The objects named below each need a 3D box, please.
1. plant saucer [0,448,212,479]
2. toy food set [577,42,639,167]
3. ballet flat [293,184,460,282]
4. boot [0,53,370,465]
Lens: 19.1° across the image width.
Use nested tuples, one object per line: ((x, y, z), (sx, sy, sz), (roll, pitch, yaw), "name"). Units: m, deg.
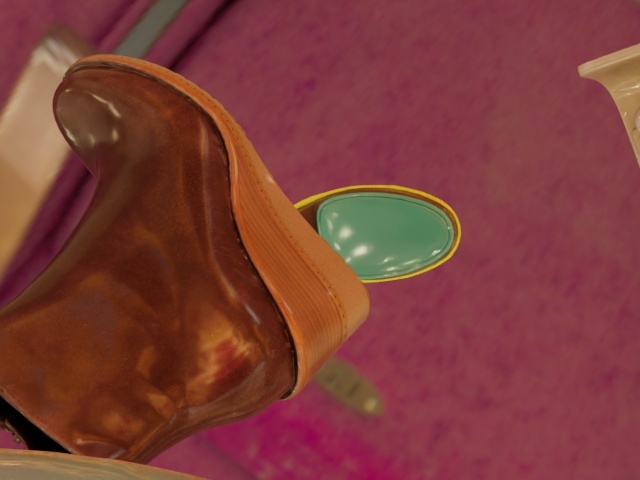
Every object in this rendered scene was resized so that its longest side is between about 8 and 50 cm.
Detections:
((-0.155, 0.151, 0.731), (0.317, 0.044, 0.317), (-2, 155, -1), "plant saucer")
((0.339, -0.022, 1.446), (0.219, 0.092, 0.306), (-18, 93, 38), "toy food set")
((0.000, 0.000, 1.503), (0.231, 0.077, 0.077), (-10, 94, 12), "ballet flat")
((-0.117, 0.008, 1.009), (0.248, 0.207, 0.090), (42, 140, 24), "boot")
